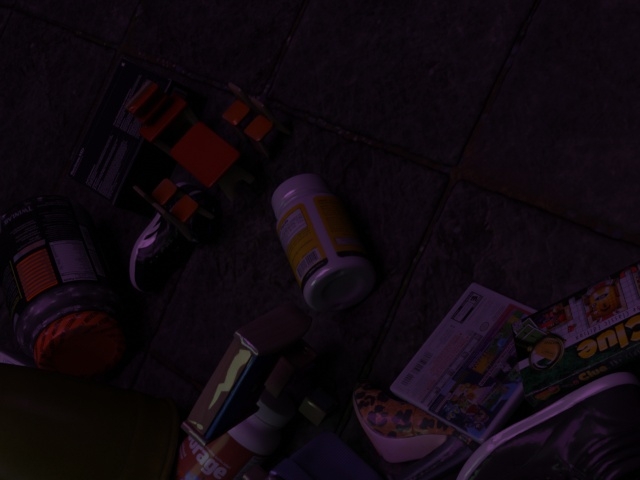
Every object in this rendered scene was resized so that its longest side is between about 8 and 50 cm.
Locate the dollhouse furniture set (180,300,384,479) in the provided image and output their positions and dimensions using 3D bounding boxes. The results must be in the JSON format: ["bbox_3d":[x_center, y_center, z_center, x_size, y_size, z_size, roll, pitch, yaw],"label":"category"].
[{"bbox_3d":[0.013,0.256,1.727,0.303,0.286,0.198,41,123,15],"label":"dollhouse furniture set"}]

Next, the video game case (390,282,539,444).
[{"bbox_3d":[0.219,0.166,1.672,0.183,0.023,0.201,25,70,46],"label":"video game case"}]

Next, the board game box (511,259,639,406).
[{"bbox_3d":[0.368,0.104,1.547,0.260,0.030,0.136,-30,37,22],"label":"board game box"}]

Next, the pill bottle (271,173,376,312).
[{"bbox_3d":[0.000,0.000,1.925,0.119,0.119,0.208,-42,49,23],"label":"pill bottle"}]

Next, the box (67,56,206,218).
[{"bbox_3d":[-0.357,-0.199,2.355,0.184,0.103,0.261,29,95,43],"label":"box"}]

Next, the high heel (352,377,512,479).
[{"bbox_3d":[0.154,0.244,1.736,0.186,0.093,0.261,-30,34,0],"label":"high heel"}]

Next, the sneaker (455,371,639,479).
[{"bbox_3d":[0.298,0.299,1.530,0.296,0.105,0.146,-37,46,21],"label":"sneaker"}]

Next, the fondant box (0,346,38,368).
[{"bbox_3d":[-0.567,0.360,2.331,0.330,0.096,0.238,17,86,46],"label":"fondant box"}]

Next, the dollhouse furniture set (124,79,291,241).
[{"bbox_3d":[-0.230,-0.173,2.151,0.262,0.135,0.259,-48,45,-4],"label":"dollhouse furniture set"}]

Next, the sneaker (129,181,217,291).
[{"bbox_3d":[-0.261,0.005,2.196,0.121,0.079,0.216,25,90,47],"label":"sneaker"}]

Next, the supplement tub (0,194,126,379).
[{"bbox_3d":[-0.487,0.091,2.285,0.207,0.207,0.338,-46,48,20],"label":"supplement tub"}]

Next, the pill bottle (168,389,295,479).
[{"bbox_3d":[-0.140,0.318,1.925,0.216,0.121,0.121,-50,47,17],"label":"pill bottle"}]

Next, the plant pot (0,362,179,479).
[{"bbox_3d":[-0.471,0.358,1.968,0.366,0.353,0.366,-51,23,31],"label":"plant pot"}]
